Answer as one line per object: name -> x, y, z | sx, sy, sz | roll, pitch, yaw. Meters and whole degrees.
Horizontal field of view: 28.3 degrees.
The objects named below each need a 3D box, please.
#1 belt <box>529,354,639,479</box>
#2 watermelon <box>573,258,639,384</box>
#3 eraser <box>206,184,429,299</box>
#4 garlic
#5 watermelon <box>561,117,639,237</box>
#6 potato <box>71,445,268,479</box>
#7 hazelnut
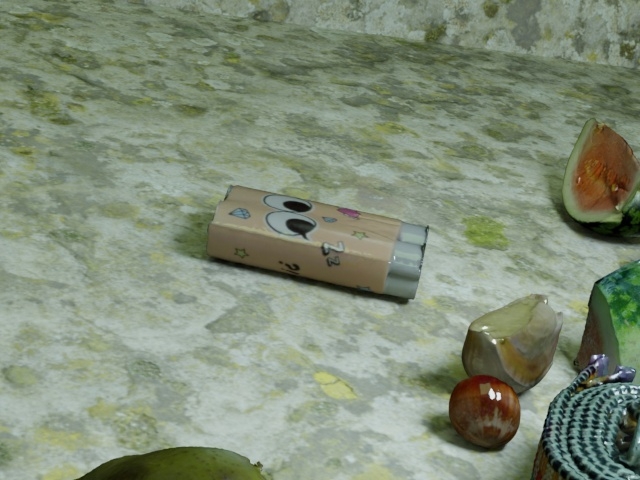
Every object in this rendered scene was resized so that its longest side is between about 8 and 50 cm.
belt -> 0.313, 0.234, 1.252 | 0.206, 0.161, 0.295 | 19, 24, 18
watermelon -> 0.491, 0.138, 1.618 | 0.305, 0.180, 0.224 | 8, 66, -19
eraser -> 0.000, 0.000, 1.763 | 0.290, 0.087, 0.171 | 12, 23, 4
garlic -> 0.235, 0.132, 1.539 | 0.087, 0.101, 0.195 | 21, 23, 33
watermelon -> 0.474, -0.077, 2.138 | 0.128, 0.159, 0.303 | -19, 25, 4
potato -> -0.107, 0.260, 0.958 | 0.218, 0.203, 0.351 | -19, 22, -32
hazelnut -> 0.184, 0.190, 1.415 | 0.086, 0.086, 0.086 | 10, 22, -4
